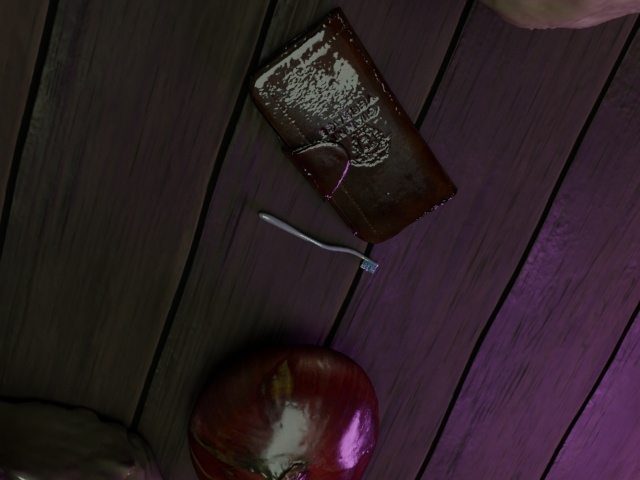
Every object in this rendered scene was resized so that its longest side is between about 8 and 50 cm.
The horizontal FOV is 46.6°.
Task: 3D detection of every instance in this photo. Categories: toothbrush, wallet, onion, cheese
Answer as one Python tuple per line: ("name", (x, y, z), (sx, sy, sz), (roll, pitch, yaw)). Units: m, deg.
("toothbrush", (0.000, 0.000, 0.863), (0.162, 0.014, 0.017), (27, 87, -21))
("wallet", (0.036, -0.108, 0.811), (0.137, 0.031, 0.255), (-37, 116, 5))
("onion", (-0.039, 0.239, 0.892), (0.248, 0.161, 0.248), (-18, 134, -20))
("cheese", (-0.332, 0.345, 0.866), (0.332, 0.153, 0.292), (9, 112, -16))

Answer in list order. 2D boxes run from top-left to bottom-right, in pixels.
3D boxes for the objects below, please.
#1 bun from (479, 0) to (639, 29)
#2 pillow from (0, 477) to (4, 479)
("bun", (0.211, -0.288, 0.612), (0.364, 0.364, 0.202), (-4, 126, -10))
("pillow", (-0.340, 0.352, 0.765), (0.189, 0.034, 0.255), (-33, 115, 5))
